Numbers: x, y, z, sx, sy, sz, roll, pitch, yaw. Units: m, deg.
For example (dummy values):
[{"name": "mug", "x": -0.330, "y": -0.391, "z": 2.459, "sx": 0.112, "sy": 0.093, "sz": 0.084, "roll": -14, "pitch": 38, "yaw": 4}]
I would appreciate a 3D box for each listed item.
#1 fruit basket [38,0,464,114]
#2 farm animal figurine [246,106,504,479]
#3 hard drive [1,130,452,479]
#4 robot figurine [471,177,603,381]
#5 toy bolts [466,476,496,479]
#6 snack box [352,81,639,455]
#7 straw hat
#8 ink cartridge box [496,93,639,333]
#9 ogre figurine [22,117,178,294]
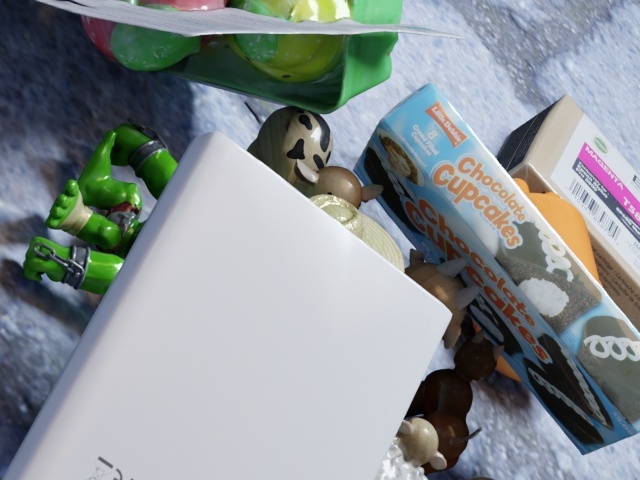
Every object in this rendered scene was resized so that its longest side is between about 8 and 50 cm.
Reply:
[{"name": "fruit basket", "x": -0.109, "y": -0.183, "z": 1.618, "sx": 0.353, "sy": 0.327, "sz": 0.165, "roll": -17, "pitch": 117, "yaw": -50}, {"name": "farm animal figurine", "x": 0.025, "y": 0.049, "z": 1.612, "sx": 0.330, "sy": 0.172, "sz": 0.327, "roll": 52, "pitch": 31, "yaw": 0}, {"name": "hard drive", "x": -0.071, "y": 0.134, "z": 1.356, "sx": 0.233, "sy": 0.047, "sz": 0.353, "roll": 38, "pitch": 65, "yaw": -22}, {"name": "robot figurine", "x": 0.200, "y": 0.044, "z": 1.896, "sx": 0.158, "sy": 0.128, "sz": 0.219, "roll": 61, "pitch": 16, "yaw": -45}, {"name": "toy bolts", "x": 0.206, "y": 0.236, "z": 1.630, "sx": 0.158, "sy": 0.218, "sz": 0.228, "roll": 20, "pitch": 4, "yaw": -20}, {"name": "snack box", "x": 0.157, "y": 0.029, "z": 1.655, "sx": 0.322, "sy": 0.060, "sz": 0.187, "roll": 51, "pitch": -12, "yaw": 5}, {"name": "straw hat", "x": 0.000, "y": 0.000, "z": 1.487, "sx": 0.144, "sy": 0.061, "sz": 0.144, "roll": 7, "pitch": 47, "yaw": -8}, {"name": "ink cartridge box", "x": 0.284, "y": -0.016, "z": 2.105, "sx": 0.234, "sy": 0.088, "sz": 0.193, "roll": 47, "pitch": 32, "yaw": -8}, {"name": "ogre figurine", "x": -0.142, "y": -0.012, "z": 1.541, "sx": 0.118, "sy": 0.097, "sz": 0.197, "roll": 30, "pitch": 18, "yaw": -3}]
